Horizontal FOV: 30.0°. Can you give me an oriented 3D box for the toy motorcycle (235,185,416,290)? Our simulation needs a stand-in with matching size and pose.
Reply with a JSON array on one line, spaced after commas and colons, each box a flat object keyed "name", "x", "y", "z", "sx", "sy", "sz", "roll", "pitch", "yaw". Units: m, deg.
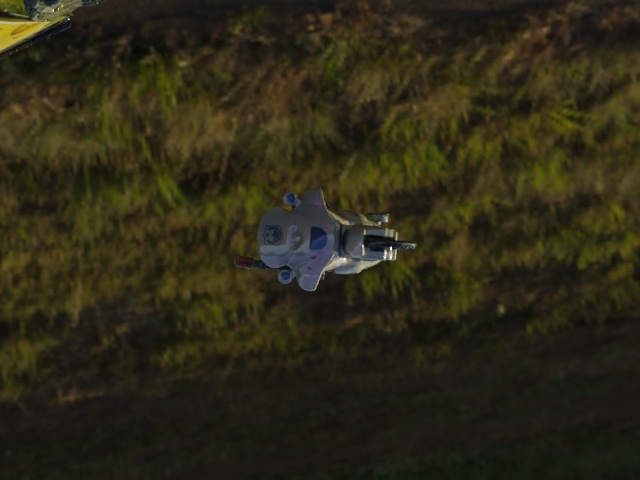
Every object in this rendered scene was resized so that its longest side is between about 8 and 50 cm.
[{"name": "toy motorcycle", "x": 0.000, "y": 0.000, "z": 1.227, "sx": 0.150, "sy": 0.102, "sz": 0.221, "roll": 3, "pitch": 179, "yaw": -15}]

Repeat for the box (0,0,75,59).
[{"name": "box", "x": -0.544, "y": -0.240, "z": 1.436, "sx": 0.420, "sy": 0.138, "sz": 0.373, "roll": -25, "pitch": -174, "yaw": 6}]

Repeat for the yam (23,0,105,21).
[{"name": "yam", "x": -0.259, "y": -0.343, "z": 1.147, "sx": 0.093, "sy": 0.259, "sz": 0.093, "roll": -10, "pitch": 175, "yaw": -1}]
